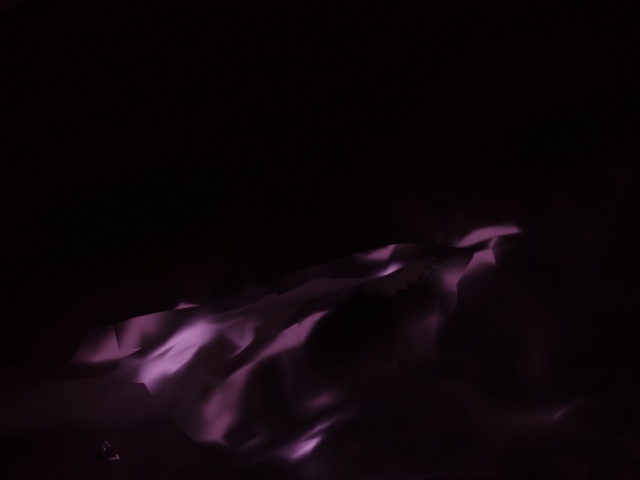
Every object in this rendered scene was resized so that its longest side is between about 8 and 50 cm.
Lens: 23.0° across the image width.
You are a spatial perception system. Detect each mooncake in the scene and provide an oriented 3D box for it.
[{"bbox_3d":[0.000,0.000,0.710,0.350,0.381,0.212,-89,177,-51],"label":"mooncake"}]
